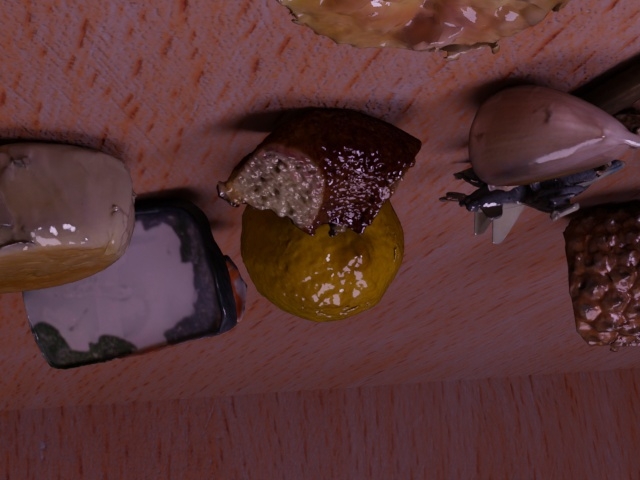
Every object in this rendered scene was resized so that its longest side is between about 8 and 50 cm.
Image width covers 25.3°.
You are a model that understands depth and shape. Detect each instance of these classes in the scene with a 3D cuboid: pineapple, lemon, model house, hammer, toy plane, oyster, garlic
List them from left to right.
[{"bbox_3d":[-0.223,0.047,1.932,0.271,0.190,0.301,-15,180,16],"label":"model house"},{"bbox_3d":[0.000,0.000,1.698,0.192,0.192,0.231,0,-167,-26],"label":"lemon"},{"bbox_3d":[0.277,-0.078,1.751,0.262,0.088,0.192,-26,-150,-26],"label":"toy plane"},{"bbox_3d":[0.255,-0.108,1.503,0.148,0.129,0.266,-23,-166,-31],"label":"garlic"},{"bbox_3d":[0.343,-0.121,1.653,0.103,0.051,0.148,-39,180,-13],"label":"oyster"},{"bbox_3d":[0.342,-0.166,1.504,0.168,0.044,0.440,-1,165,-25],"label":"hammer"},{"bbox_3d":[0.539,0.033,2.054,0.357,0.223,0.223,-11,165,16],"label":"pineapple"}]

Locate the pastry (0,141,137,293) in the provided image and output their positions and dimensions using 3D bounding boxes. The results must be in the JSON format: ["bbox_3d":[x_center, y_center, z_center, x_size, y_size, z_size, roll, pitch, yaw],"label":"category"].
[{"bbox_3d":[-0.327,-0.024,1.593,0.264,0.133,0.265,-7,167,-2],"label":"pastry"}]

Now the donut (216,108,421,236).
[{"bbox_3d":[0.004,-0.087,1.555,0.186,0.144,0.126,26,151,-10],"label":"donut"}]

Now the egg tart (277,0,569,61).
[{"bbox_3d":[0.069,-0.219,0.970,0.351,0.150,0.352,-3,164,-1],"label":"egg tart"}]
